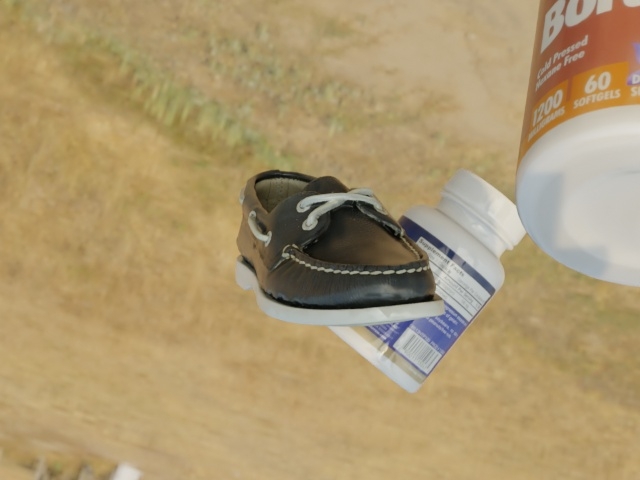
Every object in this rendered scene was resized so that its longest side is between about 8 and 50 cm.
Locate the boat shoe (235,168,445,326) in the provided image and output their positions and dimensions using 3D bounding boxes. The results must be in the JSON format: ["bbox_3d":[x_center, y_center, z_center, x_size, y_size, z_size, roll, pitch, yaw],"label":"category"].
[{"bbox_3d":[0.000,0.000,0.953,0.114,0.091,0.302,-2,-173,-22],"label":"boat shoe"}]

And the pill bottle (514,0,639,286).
[{"bbox_3d":[0.164,-0.095,0.661,0.121,0.216,0.121,8,145,6],"label":"pill bottle"}]

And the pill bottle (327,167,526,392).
[{"bbox_3d":[0.099,0.033,1.217,0.112,0.187,0.112,39,178,2],"label":"pill bottle"}]
